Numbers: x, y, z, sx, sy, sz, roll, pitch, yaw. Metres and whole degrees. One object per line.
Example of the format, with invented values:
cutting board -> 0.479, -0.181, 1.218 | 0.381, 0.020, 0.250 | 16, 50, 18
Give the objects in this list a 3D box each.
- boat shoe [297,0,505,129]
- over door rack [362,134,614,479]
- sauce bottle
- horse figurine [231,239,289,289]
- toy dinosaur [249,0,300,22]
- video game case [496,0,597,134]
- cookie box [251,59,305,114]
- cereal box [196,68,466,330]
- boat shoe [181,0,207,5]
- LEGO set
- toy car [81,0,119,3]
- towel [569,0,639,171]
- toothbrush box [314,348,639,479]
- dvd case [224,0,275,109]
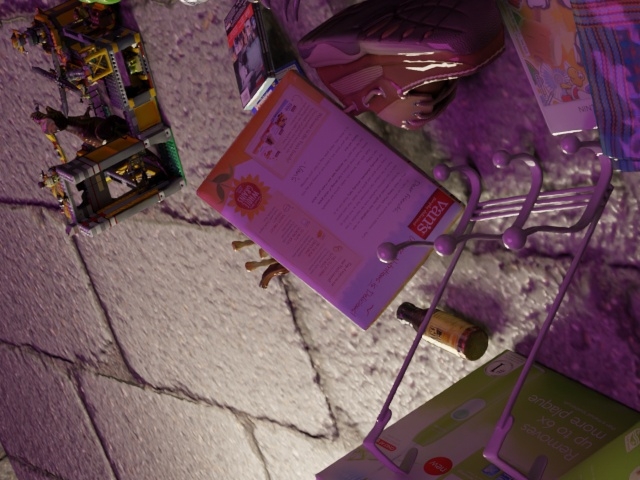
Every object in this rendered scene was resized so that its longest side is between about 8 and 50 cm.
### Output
boat shoe -> 0.093, -0.175, 1.576 | 0.116, 0.123, 0.324 | 62, 163, -16
over door rack -> 0.142, 0.061, 1.533 | 0.108, 0.324, 0.239 | 22, 166, -25
sauce bottle -> 0.136, 0.101, 1.838 | 0.128, 0.042, 0.042 | 21, 134, 51
horse figurine -> 0.000, 0.000, 1.873 | 0.263, 0.174, 0.066 | 146, 114, -70
toy dinosaur -> -0.027, -0.382, 1.600 | 0.160, 0.121, 0.313 | 39, 143, 13
video game case -> 0.230, -0.206, 1.403 | 0.206, 0.026, 0.227 | -4, 112, 60
cookie box -> -0.035, -0.145, 1.886 | 0.107, 0.040, 0.092 | 61, 154, 0
cereal box -> 0.011, -0.043, 1.720 | 0.240, 0.173, 0.047 | 40, -171, 4
boat shoe -> -0.160, -0.398, 1.819 | 0.084, 0.095, 0.258 | -23, 91, 32
LEGO set -> -0.343, -0.160, 2.219 | 0.255, 0.192, 0.331 | 32, 141, 42
toy car -> -0.331, -0.365, 2.052 | 0.239, 0.053, 0.225 | 37, 173, 40
towel -> 0.289, -0.219, 1.243 | 0.271, 0.040, 0.370 | 6, 121, 48
toothbrush box -> 0.172, 0.257, 1.669 | 0.206, 0.283, 0.122 | 26, 138, 48
dvd case -> -0.083, -0.223, 1.869 | 0.087, 0.013, 0.119 | 135, 127, -59
